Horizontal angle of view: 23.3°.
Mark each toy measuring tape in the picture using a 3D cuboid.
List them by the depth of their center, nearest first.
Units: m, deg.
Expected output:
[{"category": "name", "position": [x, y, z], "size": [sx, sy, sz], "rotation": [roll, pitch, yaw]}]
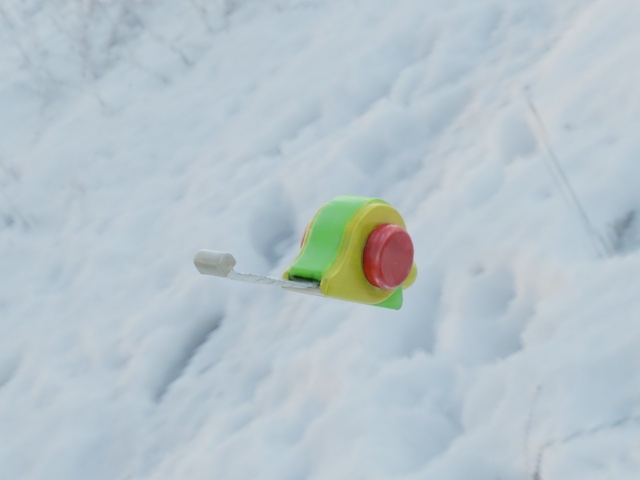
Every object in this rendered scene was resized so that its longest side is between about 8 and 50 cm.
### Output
[{"category": "toy measuring tape", "position": [0.000, 0.000, 1.573], "size": [0.121, 0.330, 0.121], "rotation": [-8, 77, 37]}]
